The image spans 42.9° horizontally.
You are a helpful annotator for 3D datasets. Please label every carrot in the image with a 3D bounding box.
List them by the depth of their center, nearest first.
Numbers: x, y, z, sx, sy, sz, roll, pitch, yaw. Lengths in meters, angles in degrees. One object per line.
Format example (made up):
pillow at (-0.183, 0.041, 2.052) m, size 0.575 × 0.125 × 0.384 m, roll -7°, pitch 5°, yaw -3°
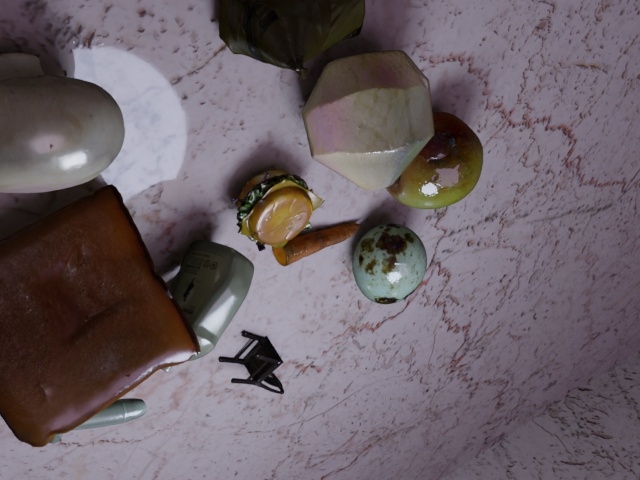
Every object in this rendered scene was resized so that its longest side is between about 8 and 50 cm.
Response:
carrot at (0.000, 0.000, 1.774) m, size 0.224 × 0.057 × 0.057 m, roll -19°, pitch 138°, yaw -33°

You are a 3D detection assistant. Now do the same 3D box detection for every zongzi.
zongzi at (0.005, -0.326, 1.245) m, size 0.260 × 0.289 × 0.123 m, roll -17°, pitch 124°, yaw -27°

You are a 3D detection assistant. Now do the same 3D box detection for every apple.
apple at (0.238, -0.160, 1.724) m, size 0.188 × 0.174 × 0.207 m, roll -27°, pitch 125°, yaw -21°

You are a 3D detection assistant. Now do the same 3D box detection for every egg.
egg at (0.155, 0.061, 1.866) m, size 0.169 × 0.169 × 0.231 m, roll -22°, pitch 152°, yaw -22°

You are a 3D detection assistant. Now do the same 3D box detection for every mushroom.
mushroom at (-0.405, -0.165, 1.137) m, size 0.246 × 0.202 × 0.246 m, roll -18°, pitch 180°, yaw 0°

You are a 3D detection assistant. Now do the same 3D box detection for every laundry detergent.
laundry detergent at (-0.238, 0.128, 1.534) m, size 0.091 × 0.181 × 0.253 m, roll 41°, pitch 70°, yaw -45°

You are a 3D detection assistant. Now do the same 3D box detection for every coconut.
coconut at (0.092, -0.214, 1.488) m, size 0.259 × 0.259 × 0.259 m, roll -23°, pitch 140°, yaw -21°

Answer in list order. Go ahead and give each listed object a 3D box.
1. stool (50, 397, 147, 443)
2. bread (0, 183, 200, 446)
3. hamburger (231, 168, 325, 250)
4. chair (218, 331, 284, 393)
stool at (-0.448, 0.248, 1.521) m, size 0.199 × 0.195 × 0.195 m, roll -21°, pitch 139°, yaw -32°
bread at (-0.409, 0.123, 1.339) m, size 0.333 × 0.143 × 0.323 m, roll -32°, pitch 97°, yaw -15°
hamburger at (-0.089, -0.065, 1.587) m, size 0.164 × 0.093 × 0.189 m, roll -41°, pitch 142°, yaw 4°
chair at (-0.128, 0.293, 1.928) m, size 0.101 × 0.084 × 0.212 m, roll -46°, pitch 143°, yaw 14°
